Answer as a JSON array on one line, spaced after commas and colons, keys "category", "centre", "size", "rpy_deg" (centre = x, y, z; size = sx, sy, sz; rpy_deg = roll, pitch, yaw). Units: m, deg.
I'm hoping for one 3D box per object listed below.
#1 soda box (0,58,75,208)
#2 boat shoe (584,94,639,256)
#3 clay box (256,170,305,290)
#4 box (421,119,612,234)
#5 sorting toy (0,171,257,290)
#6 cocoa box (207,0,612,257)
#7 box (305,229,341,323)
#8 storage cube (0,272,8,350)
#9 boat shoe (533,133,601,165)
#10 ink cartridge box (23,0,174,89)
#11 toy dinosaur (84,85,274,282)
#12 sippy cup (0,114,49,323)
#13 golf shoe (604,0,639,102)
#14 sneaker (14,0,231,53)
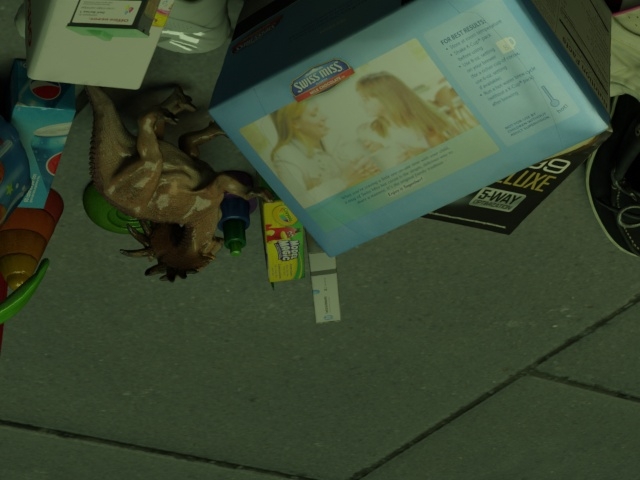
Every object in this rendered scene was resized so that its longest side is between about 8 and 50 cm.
[{"category": "soda box", "centre": [-0.340, -0.121, 1.950], "size": [0.071, 0.067, 0.210], "rpy_deg": [4, 148, -19]}, {"category": "boat shoe", "centre": [0.440, -0.094, 2.084], "size": [0.187, 0.156, 0.500], "rpy_deg": [-8, 150, -2]}, {"category": "clay box", "centre": [-0.050, -0.043, 2.086], "size": [0.053, 0.127, 0.222], "rpy_deg": [-6, 150, -2]}, {"category": "box", "centre": [0.164, -0.122, 2.049], "size": [0.307, 0.076, 0.242], "rpy_deg": [10, 145, -26]}, {"category": "sorting toy", "centre": [-0.259, -0.004, 2.108], "size": [0.366, 0.126, 0.127], "rpy_deg": [-5, 149, -2]}, {"category": "cocoa box", "centre": [0.098, -0.185, 1.719], "size": [0.347, 0.228, 0.231], "rpy_deg": [-25, 120, 27]}, {"category": "box", "centre": [0.000, 0.000, 2.151], "size": [0.038, 0.145, 0.186], "rpy_deg": [-6, 150, 1]}, {"category": "storage cube", "centre": [-0.540, 0.101, 2.145], "size": [0.184, 0.215, 0.193], "rpy_deg": [-26, 138, 29]}, {"category": "boat shoe", "centre": [0.207, -0.119, 1.893], "size": [0.257, 0.095, 0.095], "rpy_deg": [-3, 160, 31]}, {"category": "ink cartridge box", "centre": [-0.195, -0.301, 1.548], "size": [0.117, 0.201, 0.278], "rpy_deg": [5, 147, -20]}, {"category": "toy dinosaur", "centre": [-0.194, -0.059, 1.949], "size": [0.296, 0.127, 0.200], "rpy_deg": [37, 109, -28]}, {"category": "sippy cup", "centre": [-0.449, -0.050, 1.850], "size": [0.240, 0.224, 0.305], "rpy_deg": [-2, 127, 42]}, {"category": "golf shoe", "centre": [0.380, -0.201, 1.806], "size": [0.306, 0.115, 0.140], "rpy_deg": [22, 121, 26]}, {"category": "sneaker", "centre": [-0.205, -0.257, 1.750], "size": [0.232, 0.090, 0.115], "rpy_deg": [-8, 144, -16]}]
